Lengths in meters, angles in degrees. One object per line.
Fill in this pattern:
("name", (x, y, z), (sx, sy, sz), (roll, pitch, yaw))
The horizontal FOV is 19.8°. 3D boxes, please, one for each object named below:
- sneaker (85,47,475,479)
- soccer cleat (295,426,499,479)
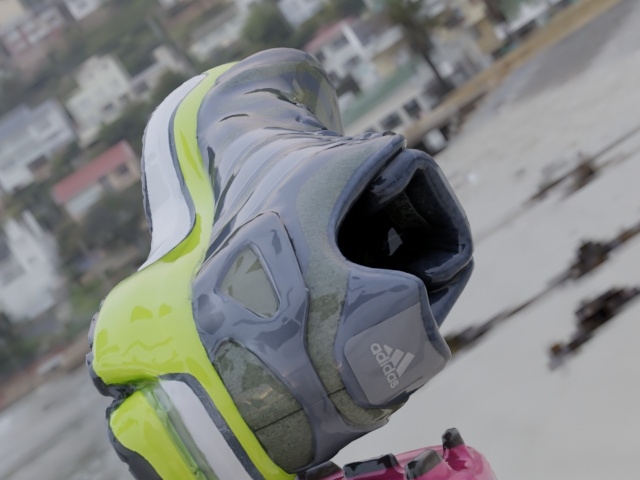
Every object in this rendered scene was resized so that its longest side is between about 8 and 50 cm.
("sneaker", (0.000, 0.000, 0.717), (0.121, 0.111, 0.300), (-24, 26, 14))
("soccer cleat", (-0.002, 0.175, 0.640), (0.116, 0.143, 0.331), (-18, 6, 23))
